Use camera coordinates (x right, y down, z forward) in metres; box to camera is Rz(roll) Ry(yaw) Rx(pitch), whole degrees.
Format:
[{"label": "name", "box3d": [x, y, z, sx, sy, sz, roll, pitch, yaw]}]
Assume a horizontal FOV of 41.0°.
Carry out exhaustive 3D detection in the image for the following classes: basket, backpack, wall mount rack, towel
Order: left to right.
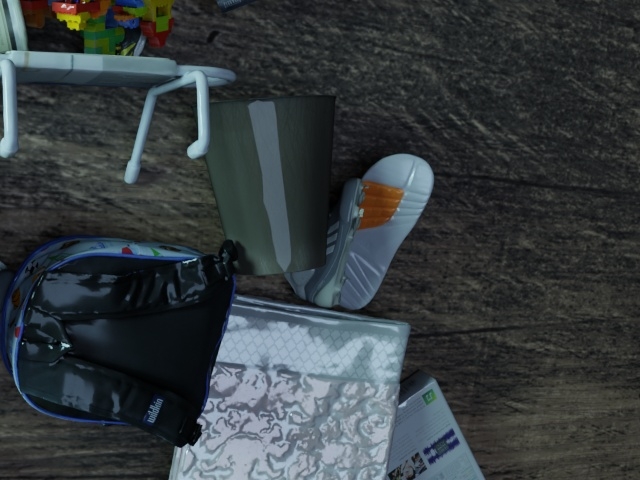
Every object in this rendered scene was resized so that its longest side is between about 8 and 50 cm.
[{"label": "wall mount rack", "box3d": [-0.280, -0.134, 0.990, 0.350, 0.304, 0.131, -2, 91, -28]}, {"label": "backpack", "box3d": [-0.268, 0.108, 1.097, 0.263, 0.213, 0.277, 11, 92, -39]}, {"label": "basket", "box3d": [-0.066, -0.074, 1.153, 0.204, 0.154, 0.227, -7, 96, -30]}, {"label": "towel", "box3d": [-0.039, 0.251, 1.276, 0.331, 0.053, 0.317, 10, 92, -16]}]

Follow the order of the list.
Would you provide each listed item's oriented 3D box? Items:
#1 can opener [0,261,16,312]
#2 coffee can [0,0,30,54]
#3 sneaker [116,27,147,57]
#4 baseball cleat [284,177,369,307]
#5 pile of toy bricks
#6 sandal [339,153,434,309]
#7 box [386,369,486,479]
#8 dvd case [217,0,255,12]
[{"label": "can opener", "box3d": [-0.503, 0.123, 1.067, 0.283, 0.095, 0.076, -41, 113, -16]}, {"label": "coffee can", "box3d": [-0.480, -0.266, 0.930, 0.275, 0.201, 0.202, -15, 107, -19]}, {"label": "sneaker", "box3d": [-0.257, -0.243, 1.126, 0.035, 0.031, 0.083, 23, 84, -19]}, {"label": "baseball cleat", "box3d": [0.000, 0.000, 1.236, 0.109, 0.072, 0.206, 15, 110, 8]}, {"label": "pile of toy bricks", "box3d": [-0.269, -0.260, 1.042, 0.118, 0.212, 0.105, 11, 112, 18]}, {"label": "sandal", "box3d": [0.081, -0.021, 1.295, 0.102, 0.076, 0.265, 25, 114, -1]}, {"label": "box", "box3d": [0.149, 0.407, 1.427, 0.232, 0.058, 0.322, -32, 111, -12]}, {"label": "dvd case", "box3d": [-0.083, -0.400, 1.031, 0.164, 0.018, 0.221, -20, 132, 3]}]
